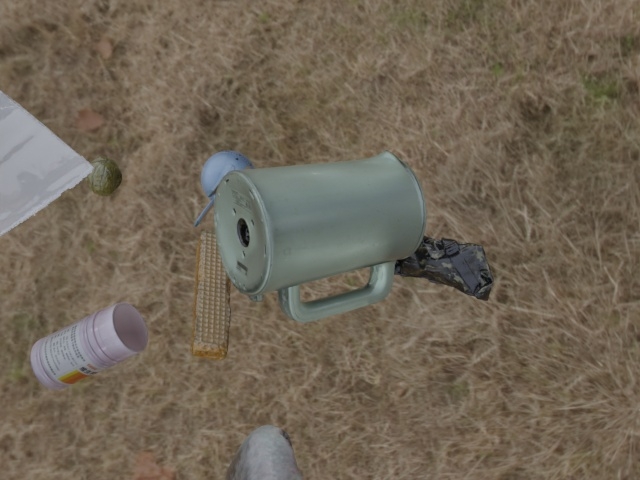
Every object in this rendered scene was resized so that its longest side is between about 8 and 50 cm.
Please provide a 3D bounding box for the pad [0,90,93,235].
[{"bbox_3d":[-0.413,-0.087,0.914,0.232,0.156,0.004,-27,37,28],"label":"pad"}]

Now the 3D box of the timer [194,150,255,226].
[{"bbox_3d":[-0.252,-0.142,2.005,0.175,0.175,0.256,-27,38,16],"label":"timer"}]

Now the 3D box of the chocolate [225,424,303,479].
[{"bbox_3d":[-0.098,0.466,1.243,0.185,0.100,0.303,-66,30,28],"label":"chocolate"}]

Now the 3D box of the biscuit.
[{"bbox_3d":[-0.277,0.132,1.853,0.054,0.094,0.379,119,155,-44],"label":"biscuit"}]

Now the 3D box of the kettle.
[{"bbox_3d":[0.007,-0.007,1.239,0.205,0.317,0.265,-25,78,57],"label":"kettle"}]

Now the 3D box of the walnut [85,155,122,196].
[{"bbox_3d":[-0.496,-0.146,1.664,0.092,0.092,0.092,-6,76,23],"label":"walnut"}]

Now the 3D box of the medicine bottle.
[{"bbox_3d":[-0.535,0.245,1.685,0.249,0.133,0.133,-26,69,17],"label":"medicine bottle"}]

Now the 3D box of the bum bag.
[{"bbox_3d":[0.217,0.037,1.397,0.247,0.069,0.102,15,93,27],"label":"bum bag"}]
